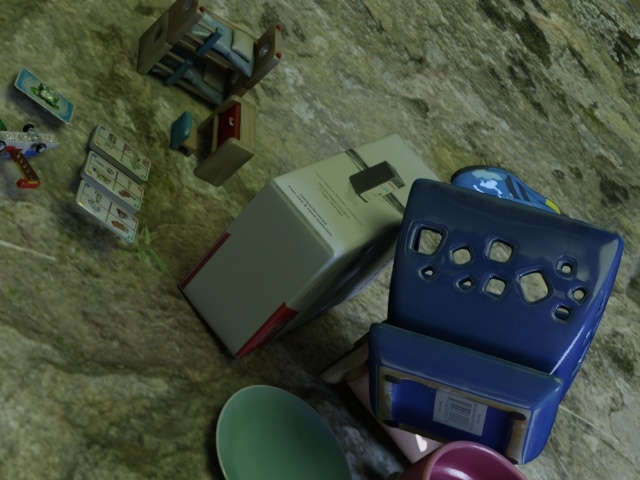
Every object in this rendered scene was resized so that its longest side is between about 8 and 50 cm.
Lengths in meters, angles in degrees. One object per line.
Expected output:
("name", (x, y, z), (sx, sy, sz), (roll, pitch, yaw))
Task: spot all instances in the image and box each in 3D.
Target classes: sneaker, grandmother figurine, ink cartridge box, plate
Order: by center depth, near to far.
("plate", (-0.042, 0.243, 1.580), (0.188, 0.024, 0.188), (28, 42, -28))
("ink cartridge box", (0.000, 0.000, 1.685), (0.114, 0.197, 0.273), (51, 34, 11))
("grandmother figurine", (0.154, 0.251, 1.734), (0.208, 0.104, 0.342), (-37, 91, -27))
("sneaker", (0.277, -0.040, 2.145), (0.209, 0.069, 0.082), (27, 45, -30))

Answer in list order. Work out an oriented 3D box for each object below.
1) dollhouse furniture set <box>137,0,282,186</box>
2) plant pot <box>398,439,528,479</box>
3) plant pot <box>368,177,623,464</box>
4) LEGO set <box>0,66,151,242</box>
("dollhouse furniture set", (-0.133, -0.192, 1.774), (0.129, 0.129, 0.183), (28, 42, -29))
("plant pot", (0.122, 0.336, 1.542), (0.201, 0.180, 0.201), (29, 41, -29))
("plant pot", (0.172, 0.099, 1.579), (0.236, 0.236, 0.212), (17, 64, 10))
("LEGO set", (-0.302, -0.100, 1.601), (0.244, 0.060, 0.182), (37, 25, -21))
